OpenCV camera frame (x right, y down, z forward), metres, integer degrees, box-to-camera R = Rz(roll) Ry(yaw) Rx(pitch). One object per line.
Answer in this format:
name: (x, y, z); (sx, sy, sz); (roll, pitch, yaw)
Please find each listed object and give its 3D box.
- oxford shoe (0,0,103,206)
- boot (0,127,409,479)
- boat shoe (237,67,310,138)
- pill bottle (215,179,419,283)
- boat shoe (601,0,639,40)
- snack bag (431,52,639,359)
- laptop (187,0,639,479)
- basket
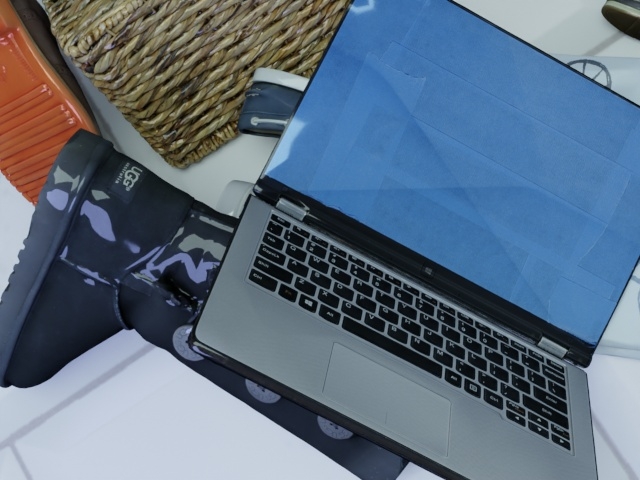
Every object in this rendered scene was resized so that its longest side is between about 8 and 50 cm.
oxford shoe: (-0.312, -0.174, 1.283); (0.130, 0.133, 0.364); (-16, 115, 20)
boot: (-0.108, 0.123, 1.211); (0.445, 0.367, 0.146); (26, 45, -5)
boat shoe: (0.033, -0.111, 1.223); (0.254, 0.095, 0.079); (19, 87, 9)
pill bottle: (0.000, 0.000, 1.226); (0.216, 0.121, 0.121); (11, 84, 14)
boat shoe: (0.372, -0.230, 1.216); (0.152, 0.056, 0.049); (22, 82, 5)
snack bag: (0.290, -0.038, 1.212); (0.342, 0.037, 0.323); (7, 83, 14)
laptop: (0.138, -0.009, 1.041); (0.382, 0.408, 0.236); (27, 119, -6)
basket: (-0.134, -0.271, 1.311); (0.299, 0.223, 0.213); (-37, 43, 5)
